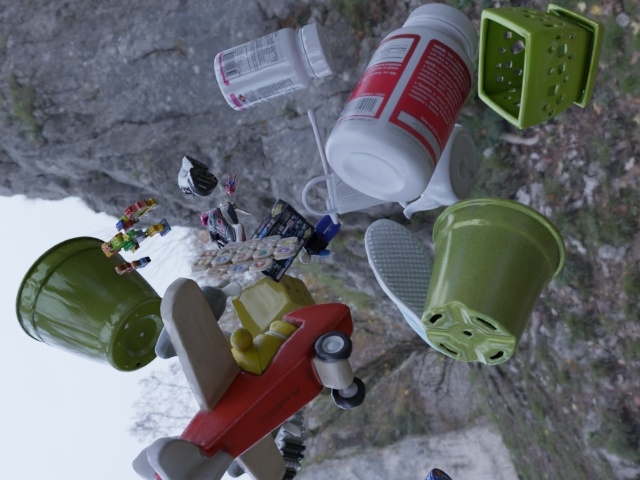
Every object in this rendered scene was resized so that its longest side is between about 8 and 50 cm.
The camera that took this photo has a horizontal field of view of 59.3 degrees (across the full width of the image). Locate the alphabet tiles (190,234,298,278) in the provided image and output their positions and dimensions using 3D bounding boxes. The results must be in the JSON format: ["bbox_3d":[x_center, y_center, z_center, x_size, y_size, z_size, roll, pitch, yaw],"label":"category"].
[{"bbox_3d":[-0.203,0.036,1.529,0.278,0.284,0.021,-80,-20,-72],"label":"alphabet tiles"}]

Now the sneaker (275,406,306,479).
[{"bbox_3d":[-0.103,0.477,1.438,0.110,0.118,0.292,46,-139,-47],"label":"sneaker"}]

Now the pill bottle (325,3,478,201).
[{"bbox_3d":[0.192,-0.306,1.220,0.407,0.229,0.229,-63,-34,-20],"label":"pill bottle"}]

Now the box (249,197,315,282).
[{"bbox_3d":[-0.131,0.004,1.745,0.220,0.051,0.175,-56,-39,-6],"label":"box"}]

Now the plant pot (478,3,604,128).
[{"bbox_3d":[0.514,-0.420,1.313,0.227,0.207,0.228,-113,12,-52],"label":"plant pot"}]

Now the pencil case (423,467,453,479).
[{"bbox_3d":[0.297,0.820,1.672,0.133,0.306,0.119,26,-160,-24],"label":"pencil case"}]

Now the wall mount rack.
[{"bbox_3d":[0.106,-0.210,1.492,0.130,0.350,0.304,-111,9,-61],"label":"wall mount rack"}]

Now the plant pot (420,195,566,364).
[{"bbox_3d":[0.323,0.096,1.127,0.254,0.276,0.276,-58,-43,-36],"label":"plant pot"}]

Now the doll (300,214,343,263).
[{"bbox_3d":[0.000,0.000,1.858,0.129,0.189,0.046,39,174,-5],"label":"doll"}]

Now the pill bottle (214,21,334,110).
[{"bbox_3d":[-0.117,-0.457,1.471,0.160,0.283,0.160,-14,-90,-75],"label":"pill bottle"}]

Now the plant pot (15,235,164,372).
[{"bbox_3d":[-0.646,0.216,1.702,0.366,0.353,0.366,-39,-39,-42],"label":"plant pot"}]

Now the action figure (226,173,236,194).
[{"bbox_3d":[-0.375,-0.233,2.356,0.030,0.038,0.115,105,166,-50],"label":"action figure"}]

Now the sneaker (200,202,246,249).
[{"bbox_3d":[-0.311,-0.011,1.856,0.299,0.112,0.120,-128,27,-52],"label":"sneaker"}]

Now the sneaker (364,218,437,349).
[{"bbox_3d":[0.213,0.122,1.303,0.366,0.135,0.150,57,166,6],"label":"sneaker"}]

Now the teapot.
[{"bbox_3d":[0.345,-0.229,1.691,0.256,0.187,0.252,-44,-52,-40],"label":"teapot"}]

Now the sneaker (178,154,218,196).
[{"bbox_3d":[-0.407,-0.188,1.831,0.100,0.108,0.271,23,-168,-27],"label":"sneaker"}]

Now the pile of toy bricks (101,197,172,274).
[{"bbox_3d":[-0.441,0.002,1.275,0.118,0.212,0.105,58,-151,7],"label":"pile of toy bricks"}]

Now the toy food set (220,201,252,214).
[{"bbox_3d":[-0.319,-0.125,2.130,0.078,0.122,0.019,172,118,-75],"label":"toy food set"}]

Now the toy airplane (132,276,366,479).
[{"bbox_3d":[-0.146,0.255,0.942,0.384,0.272,0.386,14,-78,-43],"label":"toy airplane"}]

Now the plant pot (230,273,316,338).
[{"bbox_3d":[-0.135,0.227,1.870,0.212,0.187,0.212,24,-154,-48],"label":"plant pot"}]
